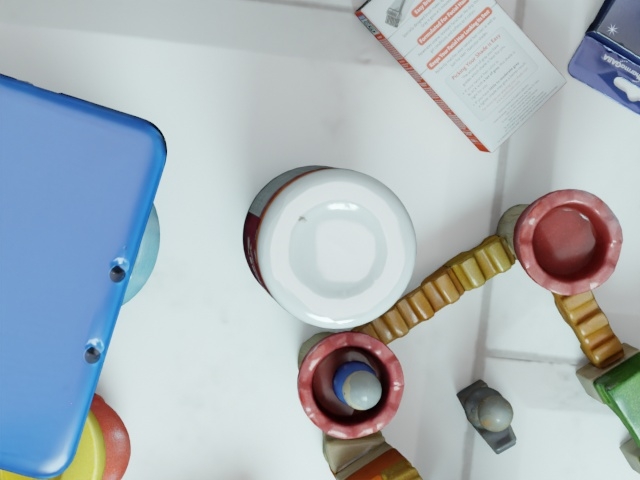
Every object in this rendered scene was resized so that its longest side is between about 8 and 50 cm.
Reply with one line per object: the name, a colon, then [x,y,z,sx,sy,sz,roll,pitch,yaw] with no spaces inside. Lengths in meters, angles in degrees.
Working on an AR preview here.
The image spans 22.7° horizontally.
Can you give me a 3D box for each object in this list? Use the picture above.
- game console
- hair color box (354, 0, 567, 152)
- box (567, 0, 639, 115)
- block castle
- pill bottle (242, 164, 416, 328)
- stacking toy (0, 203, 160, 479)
game console: [-0.290,0.008,1.265,0.173,0.250,0.293,16,94,-41]
hair color box: [0.120,-0.167,1.374,0.093,0.053,0.167,-43,99,-2]
box: [0.329,-0.215,1.406,0.136,0.036,0.225,29,91,-8]
block castle: [0.196,0.212,1.325,0.303,0.213,0.453,-32,97,-4]
pill bottle: [0.000,0.000,1.283,0.121,0.221,0.121,0,93,-7]
stacking toy: [-0.272,0.070,1.338,0.279,0.130,0.309,8,90,19]
